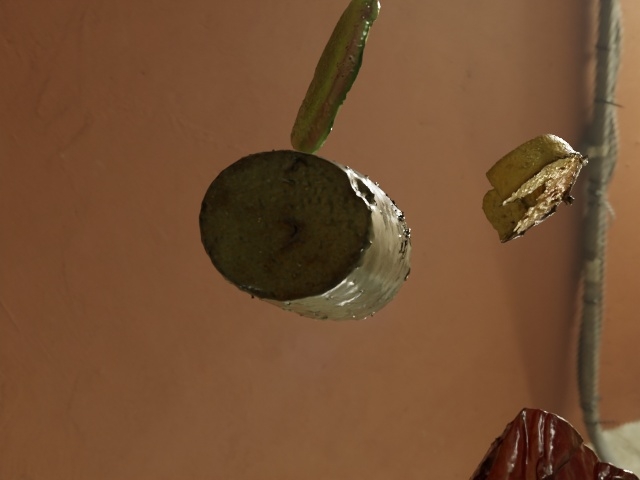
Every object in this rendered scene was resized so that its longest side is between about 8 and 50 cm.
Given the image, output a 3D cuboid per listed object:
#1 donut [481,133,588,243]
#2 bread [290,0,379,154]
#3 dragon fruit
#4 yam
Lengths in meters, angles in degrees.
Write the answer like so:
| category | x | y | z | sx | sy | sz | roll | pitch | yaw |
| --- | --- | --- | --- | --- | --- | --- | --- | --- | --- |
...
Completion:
| category | x | y | z | sx | sy | sz | roll | pitch | yaw |
| --- | --- | --- | --- | --- | --- | --- | --- | --- | --- |
| donut | 0.290 | -0.081 | 1.321 | 0.146 | 0.078 | 0.181 | -34 | -25 | -4 |
| bread | 0.020 | -0.266 | 1.525 | 0.045 | 0.301 | 0.301 | 22 | -82 | -11 |
| dragon fruit | 0.180 | 0.226 | 0.685 | 0.192 | 0.092 | 0.122 | 38 | -49 | -3 |
| yam | 0.000 | 0.000 | 0.854 | 0.154 | 0.154 | 0.254 | -56 | -15 | 0 |
